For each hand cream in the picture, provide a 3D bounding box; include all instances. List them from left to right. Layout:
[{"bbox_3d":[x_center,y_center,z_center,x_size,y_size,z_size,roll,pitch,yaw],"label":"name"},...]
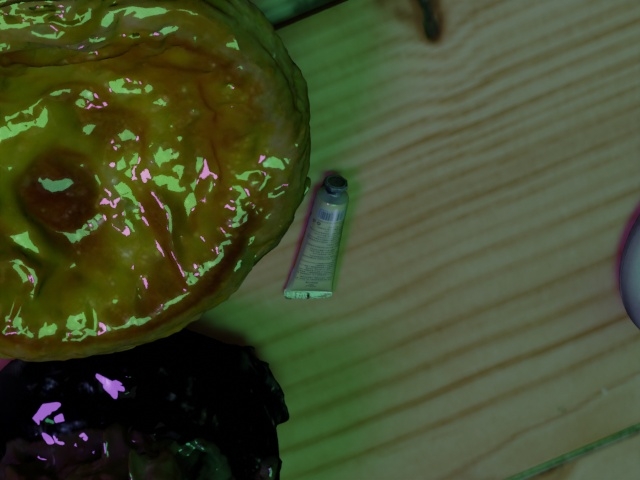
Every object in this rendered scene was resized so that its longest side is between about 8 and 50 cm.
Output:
[{"bbox_3d":[0.000,0.000,1.035,0.035,0.022,0.102,0,130,-17],"label":"hand cream"}]

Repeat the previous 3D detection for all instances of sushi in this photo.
[{"bbox_3d":[-0.123,0.192,1.011,0.225,0.218,0.238,-36,126,15],"label":"sushi"}]

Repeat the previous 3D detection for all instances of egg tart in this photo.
[{"bbox_3d":[-0.149,-0.058,0.888,0.295,0.116,0.294,-9,126,-13],"label":"egg tart"}]

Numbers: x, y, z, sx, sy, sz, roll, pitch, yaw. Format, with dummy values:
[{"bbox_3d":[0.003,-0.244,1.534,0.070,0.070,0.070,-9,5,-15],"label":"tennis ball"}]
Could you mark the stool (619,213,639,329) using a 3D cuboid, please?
[{"bbox_3d":[0.337,0.053,1.065,0.195,0.198,0.195,9,121,-25],"label":"stool"}]
